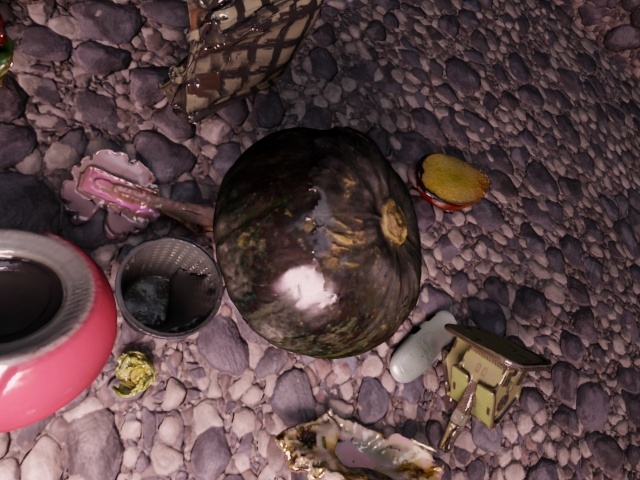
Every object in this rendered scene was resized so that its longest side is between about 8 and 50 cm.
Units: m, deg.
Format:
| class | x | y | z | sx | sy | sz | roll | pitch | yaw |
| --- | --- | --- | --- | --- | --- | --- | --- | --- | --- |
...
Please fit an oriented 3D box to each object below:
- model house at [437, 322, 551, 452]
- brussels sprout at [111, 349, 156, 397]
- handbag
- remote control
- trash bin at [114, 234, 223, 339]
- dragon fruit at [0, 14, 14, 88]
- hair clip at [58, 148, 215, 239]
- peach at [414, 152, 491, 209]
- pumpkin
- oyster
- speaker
| class | x | y | z | sx | sy | sz | roll | pitch | yaw |
| --- | --- | --- | --- | --- | --- | --- | --- | --- | --- |
| model house | 0.368 | 0.359 | 1.039 | 0.219 | 0.205 | 0.278 | 13 | 101 | -41 |
| brussels sprout | -0.325 | 0.231 | 0.773 | 0.085 | 0.058 | 0.085 | -1 | 77 | 6 |
| handbag | -0.163 | -0.431 | 0.929 | 0.162 | 0.325 | 0.327 | 48 | 58 | -3 |
| remote control | 0.260 | 0.254 | 1.079 | 0.256 | 0.045 | 0.097 | -34 | 94 | -35 |
| trash bin | -0.280 | 0.095 | 0.779 | 0.176 | 0.161 | 0.175 | 12 | 66 | -28 |
| dragon fruit | -0.656 | -0.349 | 0.697 | 0.293 | 0.234 | 0.233 | 13 | 67 | -28 |
| hair clip | -0.334 | -0.070 | 0.862 | 0.301 | 0.069 | 0.172 | 18 | 63 | -10 |
| peach | 0.375 | -0.165 | 1.276 | 0.280 | 0.068 | 0.188 | 1 | 64 | -26 |
| pumpkin | 0.000 | 0.000 | 0.844 | 0.454 | 0.344 | 0.453 | 31 | 50 | -47 |
| oyster | 0.075 | 0.436 | 0.855 | 0.355 | 0.201 | 0.107 | 24 | 107 | -6 |
| speaker | -0.454 | 0.117 | 0.615 | 0.295 | 0.294 | 0.294 | 9 | 69 | -25 |
